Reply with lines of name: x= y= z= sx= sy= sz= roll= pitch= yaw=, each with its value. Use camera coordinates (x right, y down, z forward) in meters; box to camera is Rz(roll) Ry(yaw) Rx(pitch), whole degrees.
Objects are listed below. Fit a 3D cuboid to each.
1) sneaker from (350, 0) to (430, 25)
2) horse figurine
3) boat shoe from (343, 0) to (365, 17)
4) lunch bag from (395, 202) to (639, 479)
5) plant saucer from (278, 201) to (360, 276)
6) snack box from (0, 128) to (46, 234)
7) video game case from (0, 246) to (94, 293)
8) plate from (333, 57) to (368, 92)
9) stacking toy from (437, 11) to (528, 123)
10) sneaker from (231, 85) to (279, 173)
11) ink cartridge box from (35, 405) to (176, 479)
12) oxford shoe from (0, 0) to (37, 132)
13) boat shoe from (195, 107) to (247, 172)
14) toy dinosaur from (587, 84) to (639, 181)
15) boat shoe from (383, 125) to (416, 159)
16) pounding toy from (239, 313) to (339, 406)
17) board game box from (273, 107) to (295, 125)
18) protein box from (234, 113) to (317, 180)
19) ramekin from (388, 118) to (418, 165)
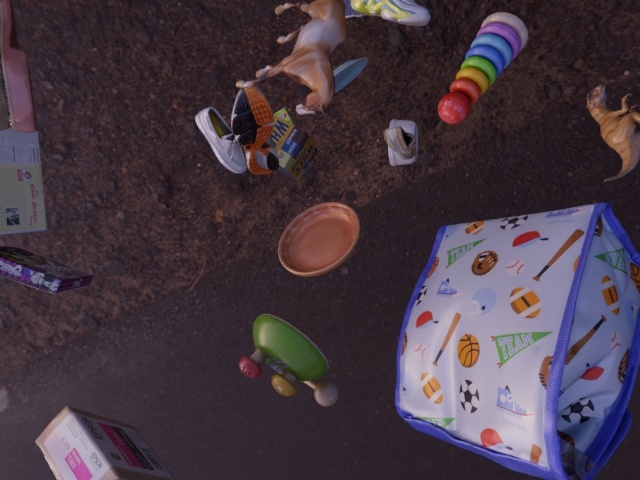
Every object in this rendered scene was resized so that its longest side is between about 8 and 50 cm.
sneaker: x=0.179 y=-0.621 z=1.030 sx=0.240 sy=0.091 sz=0.126 roll=32 pitch=123 yaw=29
horse figurine: x=-0.023 y=-0.317 z=0.668 sx=0.175 sy=0.263 sz=0.066 roll=10 pitch=157 yaw=32
boat shoe: x=0.122 y=-0.768 z=1.364 sx=0.066 sy=0.183 sz=0.066 roll=-12 pitch=127 yaw=-24
lunch bag: x=0.317 y=0.166 z=0.695 sx=0.239 sy=0.385 sz=0.328 roll=39 pitch=156 yaw=-20
plant saucer: x=0.000 y=0.000 z=0.927 sx=0.200 sy=0.199 sz=0.037 roll=-13 pitch=139 yaw=23
snack box: x=-0.963 y=-0.182 z=1.265 sx=0.060 sy=0.187 sz=0.321 roll=3 pitch=97 yaw=26
video game case: x=-0.723 y=0.071 z=1.048 sx=0.210 sy=0.232 sz=0.041 roll=23 pitch=84 yaw=-9
plate: x=0.059 y=-0.492 z=1.241 sx=0.188 sy=0.188 sz=0.024 roll=-33 pitch=94 yaw=27
stacking toy: x=0.448 y=-0.482 z=1.188 sx=0.141 sy=0.141 sz=0.330 roll=36 pitch=85 yaw=0
sneaker: x=-0.165 y=-0.279 z=0.996 sx=0.099 sy=0.121 sz=0.262 roll=-13 pitch=152 yaw=-9
ink cartridge box: x=-0.411 y=0.446 z=0.814 sx=0.235 sy=0.088 sz=0.193 roll=23 pitch=157 yaw=36
oxford shoe: x=-0.618 y=-0.354 z=0.726 sx=0.396 sy=0.147 sz=0.140 roll=59 pitch=141 yaw=24
boat shoe: x=-0.465 y=-0.510 z=2.086 sx=0.157 sy=0.136 sz=0.367 roll=-8 pitch=122 yaw=45
toy dinosaur: x=0.440 y=-0.146 z=0.590 sx=0.112 sy=0.211 sz=0.064 roll=-9 pitch=136 yaw=23
boat shoe: x=0.191 y=-0.219 z=0.931 sx=0.045 sy=0.135 sz=0.050 roll=-17 pitch=74 yaw=33
pounding toy: x=-0.078 y=0.269 z=0.851 sx=0.183 sy=0.110 sz=0.236 roll=11 pitch=139 yaw=41
board game box: x=-0.224 y=-0.551 z=1.995 sx=0.181 sy=0.043 sz=0.092 roll=-29 pitch=81 yaw=12
protein box: x=-0.145 y=-0.327 z=1.412 sx=0.201 sy=0.200 sz=0.135 roll=31 pitch=91 yaw=12
ramekin: x=0.373 y=-0.437 z=1.842 sx=0.109 sy=0.207 sz=0.207 roll=2 pitch=114 yaw=18
